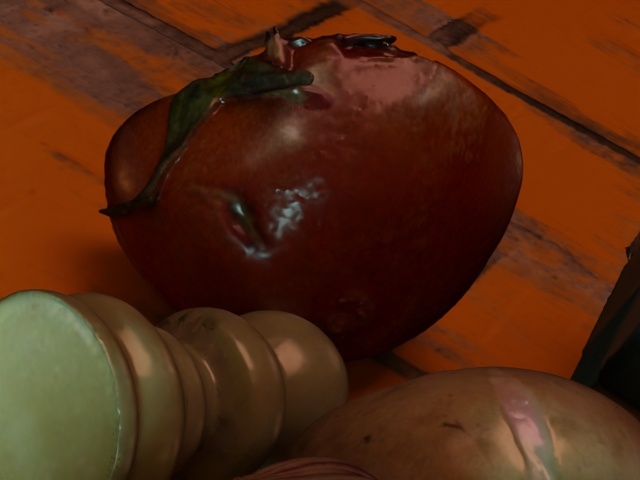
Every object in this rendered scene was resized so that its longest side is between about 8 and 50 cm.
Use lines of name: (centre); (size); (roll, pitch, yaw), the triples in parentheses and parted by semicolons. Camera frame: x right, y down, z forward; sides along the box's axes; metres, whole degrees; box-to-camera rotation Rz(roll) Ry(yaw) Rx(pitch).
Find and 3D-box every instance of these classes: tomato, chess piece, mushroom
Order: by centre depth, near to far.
mushroom: (0.093, 0.165, 1.047); (0.254, 0.255, 0.184); (11, 63, -24)
chess piece: (-0.083, 0.096, 1.108); (0.251, 0.144, 0.144); (-2, 36, -49)
tomato: (-0.002, 0.003, 1.270); (0.309, 0.309, 0.170); (15, 54, -18)

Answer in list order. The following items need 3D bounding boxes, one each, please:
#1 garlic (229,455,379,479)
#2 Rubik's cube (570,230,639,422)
garlic: (-0.024, 0.243, 0.836); (0.245, 0.245, 0.253); (-17, 83, -53)
Rubik's cube: (0.407, 0.048, 1.217); (0.344, 0.346, 0.347); (32, 51, 1)
